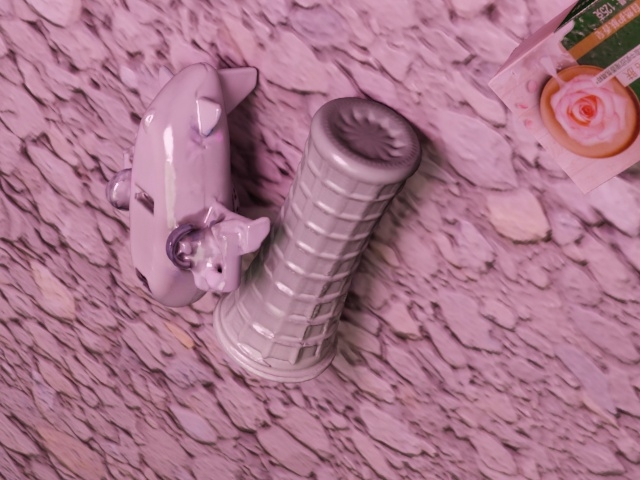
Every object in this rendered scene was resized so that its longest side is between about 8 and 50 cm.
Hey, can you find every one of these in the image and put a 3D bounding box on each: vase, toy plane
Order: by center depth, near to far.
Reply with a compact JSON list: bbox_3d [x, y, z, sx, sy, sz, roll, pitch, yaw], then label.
[{"bbox_3d":[0.000,0.000,1.387,0.143,0.143,0.299,33,132,8],"label":"vase"},{"bbox_3d":[-0.135,-0.054,1.404,0.267,0.123,0.267,13,106,56],"label":"toy plane"}]

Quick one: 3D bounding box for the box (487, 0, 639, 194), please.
[{"bbox_3d":[0.258,-0.147,1.144,0.135,0.081,0.199,47,137,-6],"label":"box"}]
